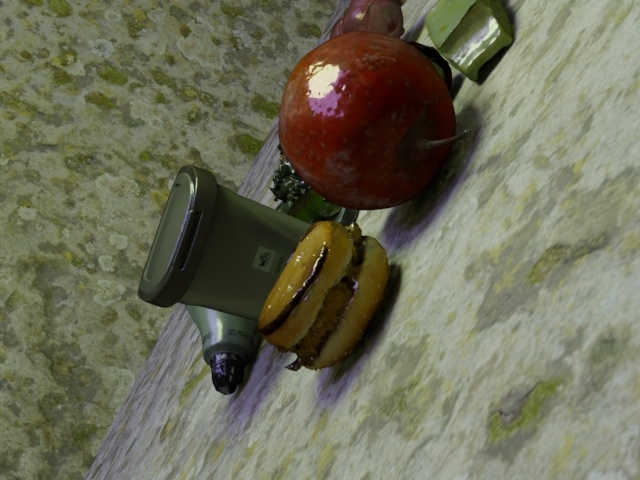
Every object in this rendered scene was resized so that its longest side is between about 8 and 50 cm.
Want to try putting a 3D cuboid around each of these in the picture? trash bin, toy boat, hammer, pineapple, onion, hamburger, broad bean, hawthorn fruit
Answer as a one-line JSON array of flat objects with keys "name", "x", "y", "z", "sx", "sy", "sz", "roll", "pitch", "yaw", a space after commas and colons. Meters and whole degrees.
[{"name": "trash bin", "x": -0.131, "y": 0.025, "z": 1.405, "sx": 0.219, "sy": 0.250, "sz": 0.220, "roll": -165, "pitch": 94, "yaw": -77}, {"name": "toy boat", "x": 0.213, "y": -0.322, "z": 1.320, "sx": 0.111, "sy": 0.084, "sz": 0.276, "roll": -49, "pitch": 14, "yaw": 24}, {"name": "hammer", "x": 0.000, "y": 0.000, "z": 1.548, "sx": 0.103, "sy": 0.029, "sz": 0.246, "roll": -65, "pitch": 11, "yaw": -28}, {"name": "pineapple", "x": -0.045, "y": -0.133, "z": 1.873, "sx": 0.128, "sy": 0.128, "sz": 0.248, "roll": -38, "pitch": 29, "yaw": 61}, {"name": "onion", "x": 0.140, "y": -0.241, "z": 1.357, "sx": 0.118, "sy": 0.117, "sz": 0.118, "roll": -39, "pitch": -4, "yaw": -4}, {"name": "hamburger", "x": 0.008, "y": 0.063, "z": 1.119, "sx": 0.182, "sy": 0.118, "sz": 0.191, "roll": -51, "pitch": 17, "yaw": 22}, {"name": "broad bean", "x": -0.011, "y": -0.062, "z": 1.658, "sx": 0.339, "sy": 0.061, "sz": 0.077, "roll": 146, "pitch": 133, "yaw": -65}, {"name": "hawthorn fruit", "x": 0.055, "y": -0.145, "z": 1.170, "sx": 0.263, "sy": 0.231, "sz": 0.235, "roll": -67, "pitch": 2, "yaw": -56}]

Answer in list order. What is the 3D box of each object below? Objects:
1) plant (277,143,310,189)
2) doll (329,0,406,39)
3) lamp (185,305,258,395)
[{"name": "plant", "x": -0.003, "y": -0.173, "z": 1.700, "sx": 0.129, "sy": 0.132, "sz": 0.194, "roll": -33, "pitch": 3, "yaw": 9}, {"name": "doll", "x": 0.102, "y": -0.429, "z": 1.895, "sx": 0.256, "sy": 0.152, "sz": 0.196, "roll": 148, "pitch": 137, "yaw": -82}, {"name": "lamp", "x": -0.165, "y": 0.114, "z": 1.616, "sx": 0.182, "sy": 0.182, "sz": 0.314, "roll": -54, "pitch": 22, "yaw": 23}]
